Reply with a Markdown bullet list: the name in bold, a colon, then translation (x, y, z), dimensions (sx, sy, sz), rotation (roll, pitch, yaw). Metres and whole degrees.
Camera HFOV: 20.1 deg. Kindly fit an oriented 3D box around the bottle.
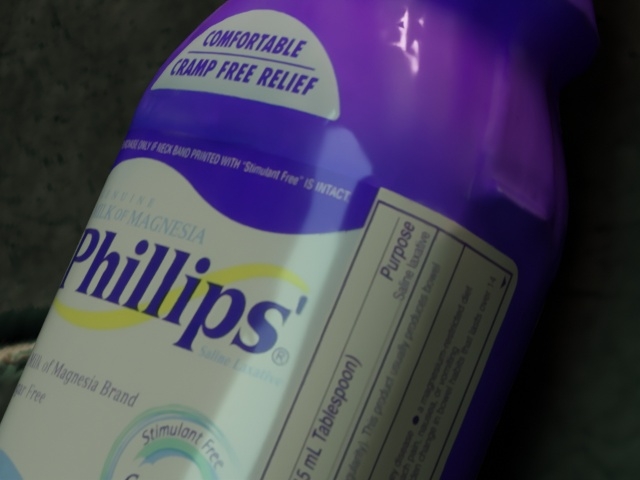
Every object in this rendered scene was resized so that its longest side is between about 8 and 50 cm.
- **bottle**: translation (0.000, 0.000, 0.450), dimensions (0.118, 0.092, 0.282), rotation (15, 79, 46)
